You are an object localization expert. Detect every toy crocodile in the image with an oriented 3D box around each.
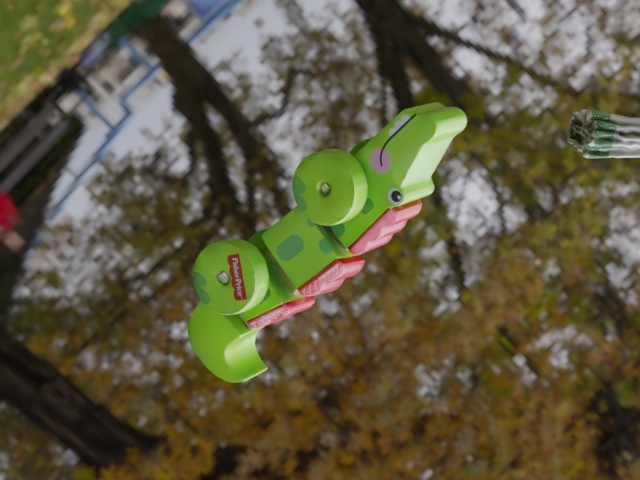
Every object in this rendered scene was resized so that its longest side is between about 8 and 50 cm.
[{"bbox_3d":[0.000,0.000,1.323,0.340,0.105,0.115,-41,168,26],"label":"toy crocodile"}]

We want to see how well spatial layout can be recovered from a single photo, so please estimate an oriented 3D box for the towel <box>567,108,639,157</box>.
[{"bbox_3d":[0.199,-0.054,0.730,0.152,0.023,0.113,1,-172,6],"label":"towel"}]
